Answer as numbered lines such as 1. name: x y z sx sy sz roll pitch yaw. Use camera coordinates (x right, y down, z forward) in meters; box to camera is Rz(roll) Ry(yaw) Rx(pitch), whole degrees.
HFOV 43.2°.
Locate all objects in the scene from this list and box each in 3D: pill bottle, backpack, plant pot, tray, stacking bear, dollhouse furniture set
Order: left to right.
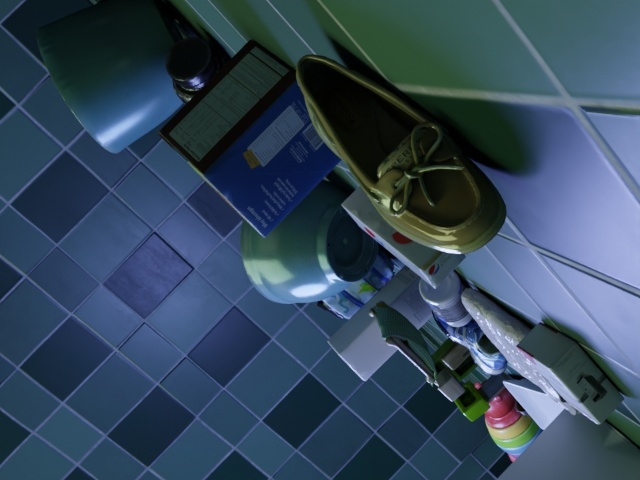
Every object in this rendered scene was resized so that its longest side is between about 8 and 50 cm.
1. plant pot: -0.393 -0.363 1.664 0.292 0.235 0.293 61 -176 -8
2. pill bottle: -0.215 -0.300 1.590 0.123 0.123 0.219 43 177 26
3. plant pot: 0.000 0.000 1.745 0.196 0.293 0.293 4 148 43
4. backpack: 0.056 0.068 2.085 0.290 0.273 0.355 47 -156 0
5. dollhouse furniture set: 0.270 0.227 1.804 0.301 0.151 0.197 43 -175 -18
6. pill bottle: 0.242 0.109 1.530 0.078 0.078 0.137 42 176 37
7. stacking bear: 0.546 0.505 2.318 0.289 0.164 0.175 51 175 -26
8. tray: 0.501 0.364 1.730 0.145 0.030 0.270 13 156 41

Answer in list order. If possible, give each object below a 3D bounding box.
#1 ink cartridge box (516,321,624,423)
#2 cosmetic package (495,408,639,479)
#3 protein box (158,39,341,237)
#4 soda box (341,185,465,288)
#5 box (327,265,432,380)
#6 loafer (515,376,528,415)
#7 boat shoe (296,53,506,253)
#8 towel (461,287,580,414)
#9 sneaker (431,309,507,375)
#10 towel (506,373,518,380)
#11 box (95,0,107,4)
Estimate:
1. ink cartridge box: 0.369 0.195 1.198 0.135 0.056 0.099 46 177 -20
2. cosmetic package: 0.442 0.514 1.522 0.217 0.385 0.156 45 177 37
3. protein box: -0.096 -0.153 1.249 0.136 0.201 0.200 43 177 37
4. soda box: 0.131 -0.017 1.308 0.216 0.074 0.069 42 176 43
5. box: 0.157 0.193 1.930 0.113 0.275 0.094 49 177 -24
6. loafer: 0.463 0.363 1.843 0.062 0.061 0.170 33 157 29
7. boat shoe: 0.067 -0.091 0.821 0.285 0.104 0.089 43 180 35
8. towel: 0.367 0.204 1.456 0.282 0.049 0.187 47 176 -36
9. sneaker: 0.328 0.192 1.743 0.211 0.080 0.081 43 155 21
10. towel: 0.597 0.459 2.039 0.312 0.056 0.324 47 180 6
11. box: -0.433 -0.511 1.903 0.156 0.093 0.158 44 176 -9
